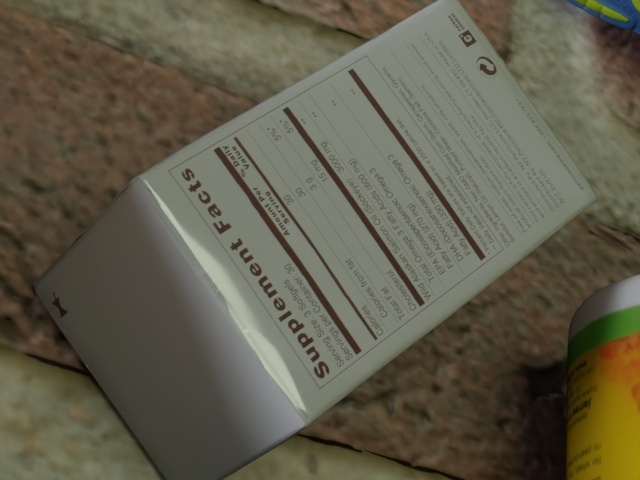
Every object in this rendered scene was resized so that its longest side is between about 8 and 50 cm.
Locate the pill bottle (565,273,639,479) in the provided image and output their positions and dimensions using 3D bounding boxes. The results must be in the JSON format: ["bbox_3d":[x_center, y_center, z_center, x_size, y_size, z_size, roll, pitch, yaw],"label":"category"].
[{"bbox_3d":[0.165,0.144,0.639,0.136,0.136,0.246,16,64,-25],"label":"pill bottle"}]

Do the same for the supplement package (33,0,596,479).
[{"bbox_3d":[0.000,0.000,0.628,0.179,0.105,0.105,-34,88,-37],"label":"supplement package"}]

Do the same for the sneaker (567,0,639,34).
[{"bbox_3d":[0.194,-0.127,0.830,0.188,0.067,0.078,34,61,-10],"label":"sneaker"}]
